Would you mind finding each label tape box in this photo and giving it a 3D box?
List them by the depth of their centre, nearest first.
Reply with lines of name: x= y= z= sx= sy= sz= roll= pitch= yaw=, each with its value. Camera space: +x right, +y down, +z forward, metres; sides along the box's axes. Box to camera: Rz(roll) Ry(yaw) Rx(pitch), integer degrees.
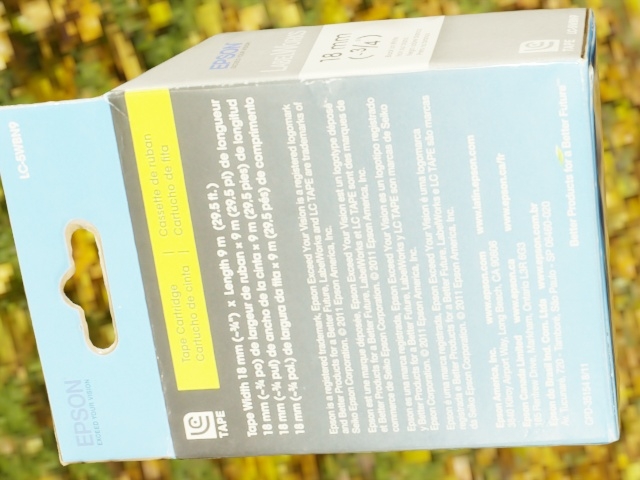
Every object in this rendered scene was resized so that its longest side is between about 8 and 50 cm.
label tape box: x=0.000 y=0.000 z=1.127 sx=0.106 sy=0.334 sz=0.240 roll=-72 pitch=157 yaw=-63
